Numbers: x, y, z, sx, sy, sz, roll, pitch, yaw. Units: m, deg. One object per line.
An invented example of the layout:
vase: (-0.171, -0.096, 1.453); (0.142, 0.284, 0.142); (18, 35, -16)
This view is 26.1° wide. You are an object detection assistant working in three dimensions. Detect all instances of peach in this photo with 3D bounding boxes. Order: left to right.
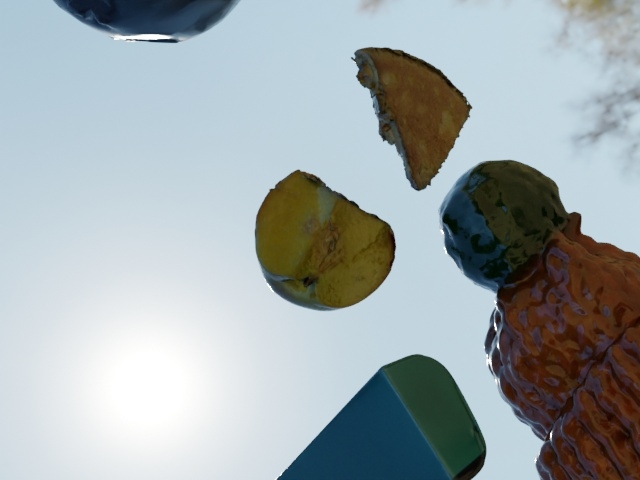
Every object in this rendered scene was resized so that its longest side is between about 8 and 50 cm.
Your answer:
peach: (-0.004, 0.004, 1.420); (0.151, 0.151, 0.118); (65, 167, 1)

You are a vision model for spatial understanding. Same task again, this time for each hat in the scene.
hat: (0.256, 0.105, 1.353); (0.400, 0.285, 0.285); (36, -156, 8)

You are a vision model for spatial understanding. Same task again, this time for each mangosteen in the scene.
mangosteen: (-0.122, -0.258, 1.091); (0.194, 0.194, 0.230); (56, -134, -18)

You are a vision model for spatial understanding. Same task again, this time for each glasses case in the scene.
glasses case: (0.035, 0.221, 1.210); (0.070, 0.301, 0.117); (-16, -114, -40)

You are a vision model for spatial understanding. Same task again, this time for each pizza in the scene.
pizza: (0.044, -0.061, 0.729); (0.083, 0.025, 0.078); (25, -117, -38)
